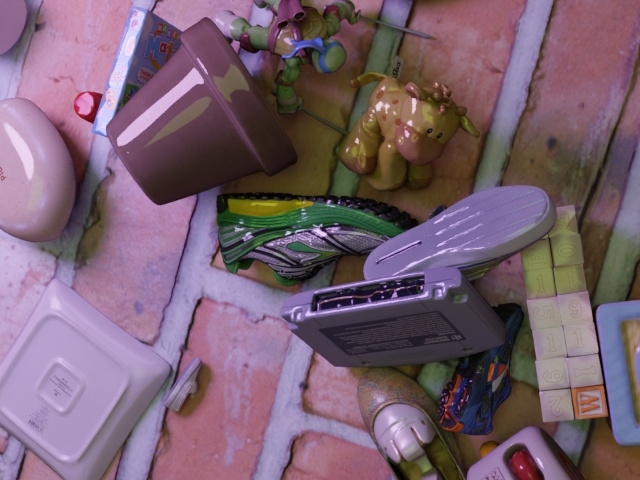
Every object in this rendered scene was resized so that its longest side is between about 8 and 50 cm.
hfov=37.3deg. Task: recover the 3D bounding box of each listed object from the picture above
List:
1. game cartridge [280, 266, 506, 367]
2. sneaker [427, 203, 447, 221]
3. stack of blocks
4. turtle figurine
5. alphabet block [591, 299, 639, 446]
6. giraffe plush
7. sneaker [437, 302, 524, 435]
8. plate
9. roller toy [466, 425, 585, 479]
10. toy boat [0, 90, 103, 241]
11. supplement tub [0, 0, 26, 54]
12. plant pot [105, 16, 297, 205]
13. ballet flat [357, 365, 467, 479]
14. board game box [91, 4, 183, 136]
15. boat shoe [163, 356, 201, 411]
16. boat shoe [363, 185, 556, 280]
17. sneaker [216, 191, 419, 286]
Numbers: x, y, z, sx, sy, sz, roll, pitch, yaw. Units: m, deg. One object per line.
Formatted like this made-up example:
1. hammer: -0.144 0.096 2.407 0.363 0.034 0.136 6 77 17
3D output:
1. game cartridge: 0.113 0.124 1.407 0.294 0.196 0.060 -11 50 29
2. sneaker: 0.203 0.036 1.478 0.089 0.051 0.170 -35 75 14
3. stack of blocks: 0.347 0.104 1.376 0.087 0.171 0.297 -8 83 13
4. turtle figurine: -0.027 -0.307 1.537 0.266 0.274 0.198 39 119 33
5. alphabet block: 0.488 0.174 1.323 0.192 0.197 0.193 -6 85 13
6. giraffe plush: 0.144 -0.171 1.412 0.181 0.170 0.210 -3 100 -26
7. sneaker: 0.255 0.197 1.446 0.087 0.083 0.221 31 81 -27
8. plate: -0.437 0.251 1.624 0.277 0.045 0.278 35 95 13
9. roller toy: 0.305 0.376 1.354 0.146 0.191 0.209 -38 78 9
10. toy boat: -0.451 -0.146 1.620 0.318 0.148 0.267 -32 74 17
11. supplement tub: -0.638 -0.423 1.673 0.199 0.144 0.144 30 93 14
12. plant pot: -0.197 -0.174 1.469 0.229 0.263 0.263 -34 79 -1
13. ballet flat: 0.160 0.346 1.433 0.123 0.123 0.348 -31 79 10
14. board game box: -0.288 -0.259 1.564 0.039 0.160 0.211 17 90 23
15. boat shoe: -0.222 0.242 1.580 0.035 0.035 0.100 33 90 -13
16. boat shoe: 0.206 0.011 1.361 0.302 0.094 0.109 -22 46 31
17. sneaker: 0.000 0.000 1.506 0.343 0.134 0.146 3 97 20
